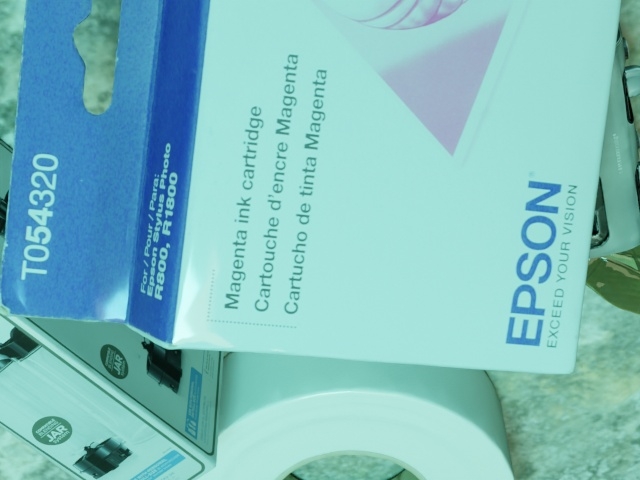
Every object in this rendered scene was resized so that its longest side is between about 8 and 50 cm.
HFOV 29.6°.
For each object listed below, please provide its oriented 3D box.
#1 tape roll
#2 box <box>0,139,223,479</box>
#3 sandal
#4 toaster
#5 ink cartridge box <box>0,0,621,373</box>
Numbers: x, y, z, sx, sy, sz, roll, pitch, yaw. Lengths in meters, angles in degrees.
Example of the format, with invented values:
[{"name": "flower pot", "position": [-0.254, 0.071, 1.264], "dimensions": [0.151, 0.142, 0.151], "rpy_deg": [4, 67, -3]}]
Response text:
[{"name": "tape roll", "position": [0.025, 0.201, 1.047], "dimensions": [0.286, 0.100, 0.286], "rpy_deg": [-1, 125, -1]}, {"name": "box", "position": [-0.203, 0.055, 0.894], "dimensions": [0.087, 0.169, 0.290], "rpy_deg": [-36, 118, 22]}, {"name": "sandal", "position": [0.212, 0.005, 0.944], "dimensions": [0.180, 0.049, 0.072], "rpy_deg": [16, 120, 5]}, {"name": "toaster", "position": [0.133, -0.074, 0.843], "dimensions": [0.186, 0.110, 0.168], "rpy_deg": [-12, 124, 8]}, {"name": "ink cartridge box", "position": [0.003, -0.097, 0.673], "dimensions": [0.330, 0.071, 0.324], "rpy_deg": [5, 95, -15]}]
